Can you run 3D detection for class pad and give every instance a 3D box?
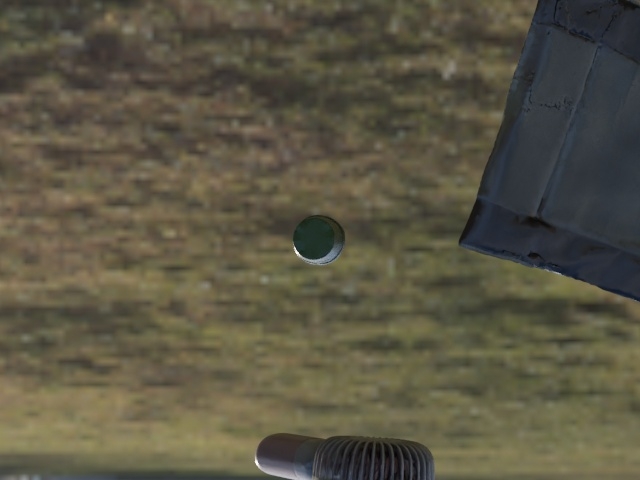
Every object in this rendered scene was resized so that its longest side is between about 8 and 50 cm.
[{"bbox_3d":[0.201,-0.046,1.118,0.233,0.174,0.022,16,-177,-27],"label":"pad"}]

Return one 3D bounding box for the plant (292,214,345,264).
[{"bbox_3d":[0.000,0.000,1.814,0.051,0.051,0.102,-1,178,6],"label":"plant"}]

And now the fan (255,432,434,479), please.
[{"bbox_3d":[0.020,0.246,2.044,0.130,0.074,0.244,5,178,-39],"label":"fan"}]
